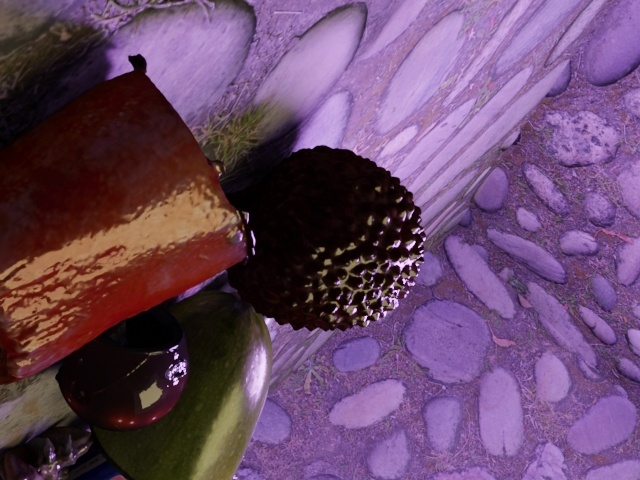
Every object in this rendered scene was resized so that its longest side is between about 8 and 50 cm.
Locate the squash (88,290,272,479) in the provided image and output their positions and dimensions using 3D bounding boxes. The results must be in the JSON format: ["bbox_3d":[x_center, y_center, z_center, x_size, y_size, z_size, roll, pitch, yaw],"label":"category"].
[{"bbox_3d":[-0.207,0.243,1.593,0.308,0.310,0.310,-56,164,27],"label":"squash"}]

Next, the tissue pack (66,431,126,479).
[{"bbox_3d":[-0.367,0.434,1.786,0.270,0.137,0.209,-31,-155,-3],"label":"tissue pack"}]

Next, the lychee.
[{"bbox_3d":[0.000,0.000,1.439,0.306,0.330,0.306,-53,-163,24],"label":"lychee"}]

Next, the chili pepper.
[{"bbox_3d":[-0.230,0.006,0.852,0.305,0.229,0.251,-39,-176,-26],"label":"chili pepper"}]

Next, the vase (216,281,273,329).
[{"bbox_3d":[-0.175,0.161,1.834,0.128,0.128,0.248,-38,176,-27],"label":"vase"}]

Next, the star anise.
[{"bbox_3d":[-0.512,0.412,1.613,0.229,0.093,0.236,-43,170,-11],"label":"star anise"}]

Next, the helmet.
[{"bbox_3d":[-0.303,0.197,1.412,0.216,0.193,0.189,-18,-176,29],"label":"helmet"}]
